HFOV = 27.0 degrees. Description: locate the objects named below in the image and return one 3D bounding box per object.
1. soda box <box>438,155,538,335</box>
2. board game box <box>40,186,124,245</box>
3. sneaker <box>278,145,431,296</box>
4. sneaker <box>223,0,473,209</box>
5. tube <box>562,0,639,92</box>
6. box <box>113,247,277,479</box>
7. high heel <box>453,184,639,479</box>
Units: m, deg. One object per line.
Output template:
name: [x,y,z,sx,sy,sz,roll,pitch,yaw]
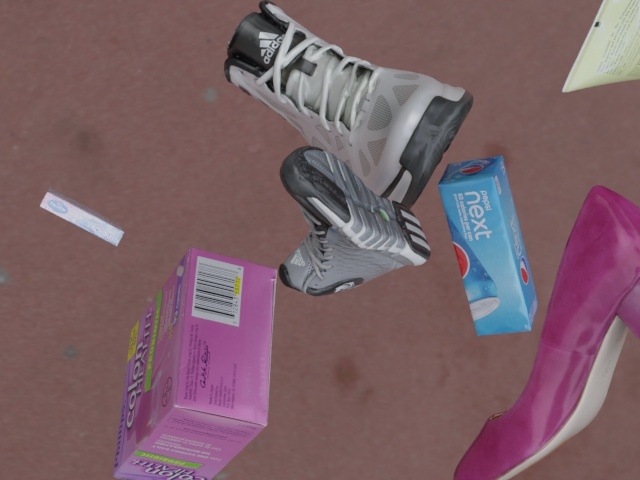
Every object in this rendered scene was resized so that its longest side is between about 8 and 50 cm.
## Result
soda box: [0.205,0.008,1.620,0.067,0.071,0.210,-57,134,-59]
board game box: [-0.255,-0.026,1.428,0.090,0.090,0.020,29,89,-11]
sneaker: [0.000,0.000,1.264,0.229,0.132,0.086,32,34,-50]
sneaker: [0.004,-0.160,1.552,0.257,0.447,0.169,30,90,-11]
tube: [0.232,-0.149,0.940,0.240,0.062,0.070,-13,88,-58]
box: [-0.157,0.165,1.651,0.117,0.243,0.213,15,56,-18]
high heel: [0.152,0.076,0.922,0.082,0.244,0.117,-19,67,-50]
